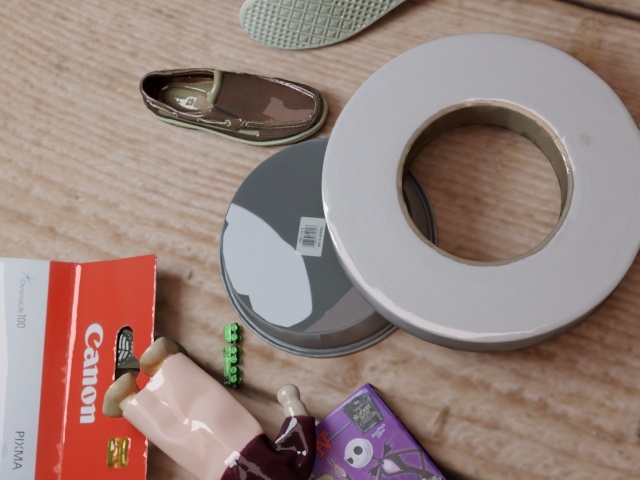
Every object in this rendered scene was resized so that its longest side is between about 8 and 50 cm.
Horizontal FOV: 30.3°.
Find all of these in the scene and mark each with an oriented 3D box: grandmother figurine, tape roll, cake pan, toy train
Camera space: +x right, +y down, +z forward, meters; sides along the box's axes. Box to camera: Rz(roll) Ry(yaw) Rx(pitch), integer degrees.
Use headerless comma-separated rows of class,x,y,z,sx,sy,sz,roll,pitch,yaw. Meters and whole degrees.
grandmother figurine,-0.089,0.258,1.386,0.342,0.104,0.208,40,85,17
tape roll,0.196,-0.061,1.410,0.392,0.072,0.392,-1,73,3
cake pan,0.000,0.000,1.499,0.293,0.054,0.293,-4,75,16
toy train,-0.114,0.146,1.514,0.023,0.017,0.083,-7,74,25

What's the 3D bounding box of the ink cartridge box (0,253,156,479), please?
ink cartridge box,-0.401,0.171,1.528,0.385,0.091,0.308,-6,74,24

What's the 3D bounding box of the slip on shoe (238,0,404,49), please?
slip on shoe,0.045,-0.352,1.559,0.331,0.123,0.101,-25,38,14

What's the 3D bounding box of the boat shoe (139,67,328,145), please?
boat shoe,-0.121,-0.182,1.559,0.257,0.095,0.095,4,77,17

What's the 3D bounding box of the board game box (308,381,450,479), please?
board game box,-0.007,0.360,1.413,0.347,0.056,0.208,-42,65,3

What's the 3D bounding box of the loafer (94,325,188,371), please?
loafer,-0.233,0.147,1.533,0.148,0.050,0.056,10,78,33
